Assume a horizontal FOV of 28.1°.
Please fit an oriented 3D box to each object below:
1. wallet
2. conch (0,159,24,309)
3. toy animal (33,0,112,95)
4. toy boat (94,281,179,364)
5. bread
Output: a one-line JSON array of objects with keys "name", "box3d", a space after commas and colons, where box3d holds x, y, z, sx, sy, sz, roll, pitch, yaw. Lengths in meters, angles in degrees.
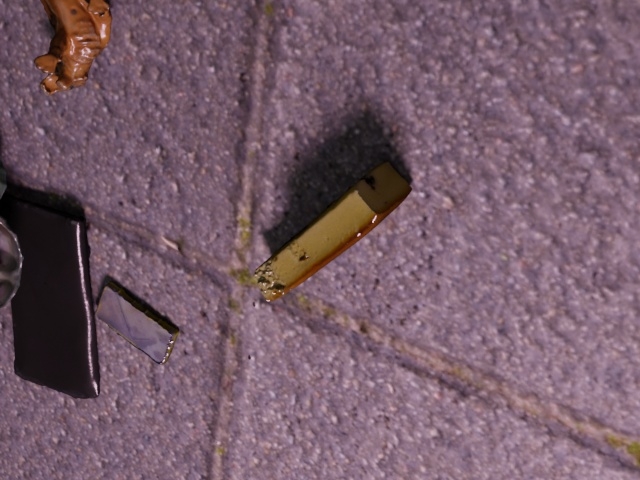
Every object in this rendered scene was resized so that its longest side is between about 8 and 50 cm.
[{"name": "wallet", "box3d": [-0.357, 0.077, 1.685, 0.146, 0.030, 0.285, 15, 122, 24]}, {"name": "conch", "box3d": [-0.468, -0.045, 1.588, 0.220, 0.195, 0.277, 11, 82, -2]}, {"name": "toy animal", "box3d": [-0.304, -0.296, 1.418, 0.116, 0.114, 0.255, -159, 45, -77]}, {"name": "toy boat", "box3d": [-0.234, 0.106, 1.630, 0.115, 0.016, 0.063, 36, 129, 12]}, {"name": "bread", "box3d": [0.000, 0.000, 1.376, 0.049, 0.088, 0.226, 49, 129, -2]}]
